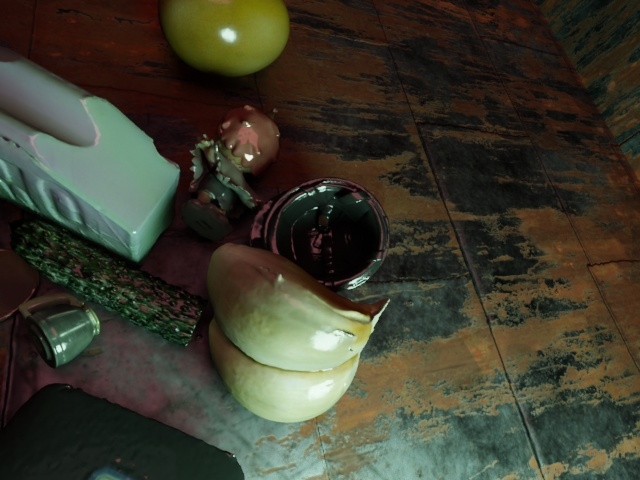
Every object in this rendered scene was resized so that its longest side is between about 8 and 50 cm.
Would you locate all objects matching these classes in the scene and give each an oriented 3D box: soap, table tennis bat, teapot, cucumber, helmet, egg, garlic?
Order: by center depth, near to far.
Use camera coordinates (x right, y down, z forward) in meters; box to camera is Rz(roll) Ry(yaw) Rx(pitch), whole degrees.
[{"bbox_3d":[-0.574,0.091,0.649,0.220,0.019,0.130,-29,78,-34],"label":"table tennis bat"},{"bbox_3d":[-0.415,0.131,0.659,0.090,0.092,0.124,-28,84,-49],"label":"teapot"},{"bbox_3d":[-0.467,-0.152,0.675,0.446,0.261,0.156,30,60,-8],"label":"soap"},{"bbox_3d":[-0.063,0.152,0.698,0.312,0.286,0.250,20,47,-10],"label":"garlic"},{"bbox_3d":[-0.372,0.066,0.702,0.359,0.096,0.096,29,57,-9],"label":"cucumber"},{"bbox_3d":[0.000,0.000,0.862,0.278,0.160,0.231,-11,81,-3],"label":"helmet"},{"bbox_3d":[-0.221,-0.525,0.980,0.322,0.250,0.250,-15,72,-40],"label":"egg"}]

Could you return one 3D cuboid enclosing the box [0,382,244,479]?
[{"bbox_3d":[-0.306,0.401,0.525,0.359,0.091,0.350,27,43,-7],"label":"box"}]

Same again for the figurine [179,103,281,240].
[{"bbox_3d":[-0.182,-0.185,0.891,0.207,0.166,0.387,46,46,-39],"label":"figurine"}]
